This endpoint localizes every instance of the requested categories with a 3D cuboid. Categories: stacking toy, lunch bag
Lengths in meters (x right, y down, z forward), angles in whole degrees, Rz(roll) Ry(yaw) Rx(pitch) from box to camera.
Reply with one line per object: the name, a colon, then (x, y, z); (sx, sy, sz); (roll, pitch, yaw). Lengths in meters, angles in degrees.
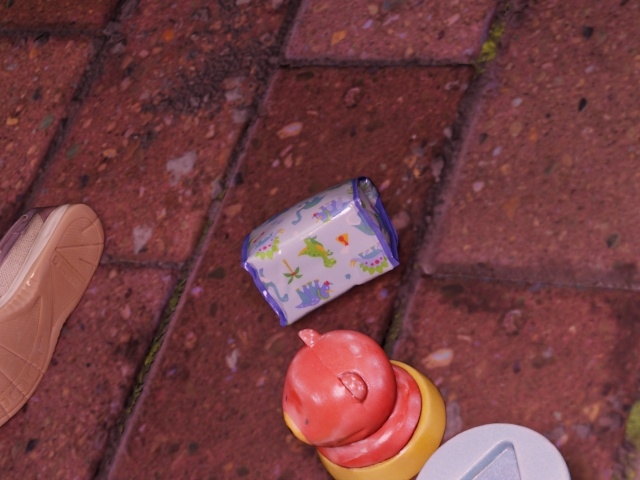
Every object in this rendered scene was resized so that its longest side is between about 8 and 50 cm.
stacking toy: (0.042, 0.226, 1.234); (0.309, 0.130, 0.279); (29, 74, 40)
lunch bag: (0.000, 0.000, 1.448); (0.129, 0.096, 0.151); (-28, 19, 8)

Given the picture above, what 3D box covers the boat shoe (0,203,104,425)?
boat shoe: (-0.322, 0.079, 1.566); (0.092, 0.103, 0.285); (5, 56, 37)
